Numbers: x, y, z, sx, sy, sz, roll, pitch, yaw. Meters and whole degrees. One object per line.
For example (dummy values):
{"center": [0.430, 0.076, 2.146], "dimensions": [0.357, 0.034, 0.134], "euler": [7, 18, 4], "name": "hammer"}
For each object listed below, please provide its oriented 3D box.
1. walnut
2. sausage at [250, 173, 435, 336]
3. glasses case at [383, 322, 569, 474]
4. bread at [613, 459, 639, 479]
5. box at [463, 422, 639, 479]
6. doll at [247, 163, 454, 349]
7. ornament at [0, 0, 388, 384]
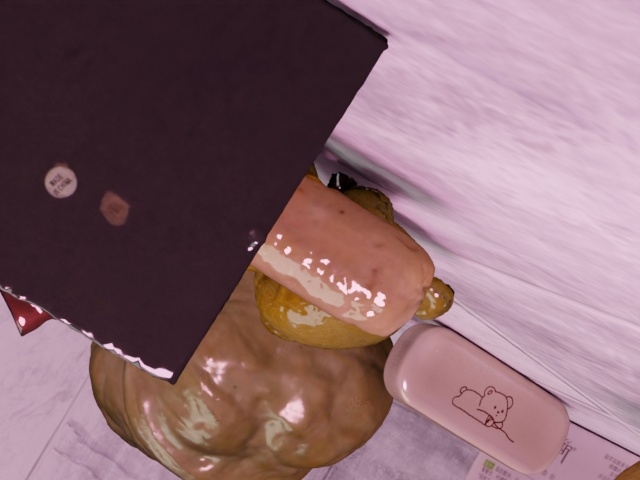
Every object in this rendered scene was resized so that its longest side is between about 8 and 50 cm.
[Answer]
{"center": [-0.081, 0.121, 1.435], "dimensions": [0.277, 0.282, 0.253], "euler": [27, -144, -35], "name": "walnut"}
{"center": [-0.073, -0.052, 0.725], "dimensions": [0.301, 0.066, 0.066], "euler": [37, 174, 1], "name": "sausage"}
{"center": [0.148, 0.150, 1.339], "dimensions": [0.196, 0.083, 0.050], "euler": [31, 175, -23], "name": "glasses case"}
{"center": [0.311, 0.231, 0.999], "dimensions": [0.244, 0.134, 0.244], "euler": [31, 177, 2], "name": "bread"}
{"center": [0.273, 0.307, 1.498], "dimensions": [0.260, 0.194, 0.111], "euler": [26, 173, 43], "name": "box"}
{"center": [-0.010, -0.017, 0.836], "dimensions": [0.137, 0.097, 0.209], "euler": [-8, 137, 26], "name": "doll"}
{"center": [-0.083, -0.058, 0.596], "dimensions": [0.153, 0.166, 0.196], "euler": [32, -171, -6], "name": "ornament"}
